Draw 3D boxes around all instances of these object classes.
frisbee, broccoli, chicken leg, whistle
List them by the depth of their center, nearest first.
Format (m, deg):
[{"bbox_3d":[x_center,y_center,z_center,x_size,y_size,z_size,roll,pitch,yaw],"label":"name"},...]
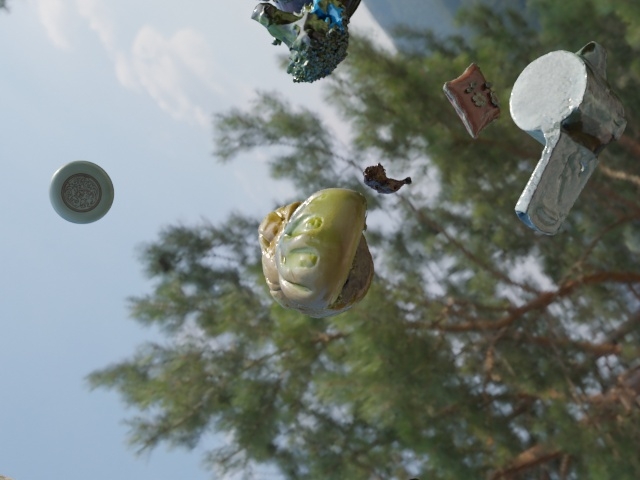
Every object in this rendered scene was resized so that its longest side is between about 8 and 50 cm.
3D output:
[{"bbox_3d":[-0.029,-0.325,1.501,0.160,0.154,0.167,27,-124,-18],"label":"broccoli"},{"bbox_3d":[-0.406,-0.081,1.634,0.110,0.110,0.014,52,178,-11],"label":"frisbee"},{"bbox_3d":[0.519,-0.217,2.021,0.168,0.188,0.405,26,-119,-41],"label":"whistle"},{"bbox_3d":[0.143,-0.130,2.090,0.145,0.062,0.037,21,175,-42],"label":"chicken leg"}]

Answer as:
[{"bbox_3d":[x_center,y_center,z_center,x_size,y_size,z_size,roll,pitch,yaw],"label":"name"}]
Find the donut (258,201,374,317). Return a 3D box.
[{"bbox_3d":[-0.017,0.048,2.778,0.360,0.170,0.360,15,-118,-31],"label":"donut"}]

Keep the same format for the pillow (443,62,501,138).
[{"bbox_3d":[0.413,-0.374,2.560,0.179,0.075,0.171,-38,-79,-45],"label":"pillow"}]

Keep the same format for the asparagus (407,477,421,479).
[{"bbox_3d":[0.234,0.581,1.834,0.085,0.082,0.343,9,136,43],"label":"asparagus"}]

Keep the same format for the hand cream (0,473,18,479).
[{"bbox_3d":[-0.486,0.383,1.494,0.061,0.143,0.039,39,-122,-67],"label":"hand cream"}]

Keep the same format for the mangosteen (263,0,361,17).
[{"bbox_3d":[-0.021,-0.494,1.806,0.216,0.216,0.216,50,-165,-19],"label":"mangosteen"}]

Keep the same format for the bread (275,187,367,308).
[{"bbox_3d":[0.004,-0.013,1.853,0.158,0.156,0.261,18,-135,2],"label":"bread"}]
